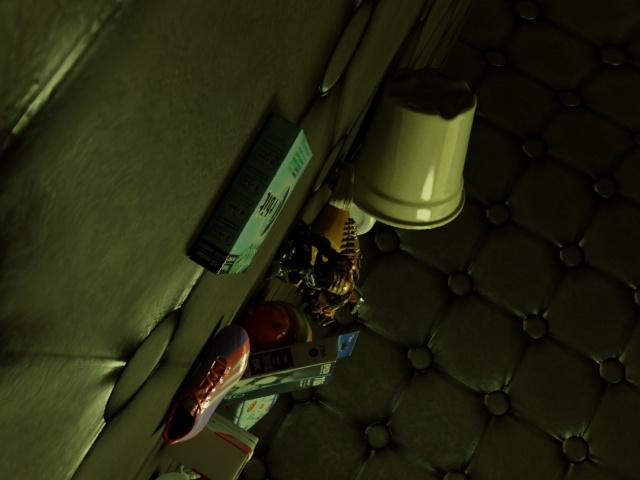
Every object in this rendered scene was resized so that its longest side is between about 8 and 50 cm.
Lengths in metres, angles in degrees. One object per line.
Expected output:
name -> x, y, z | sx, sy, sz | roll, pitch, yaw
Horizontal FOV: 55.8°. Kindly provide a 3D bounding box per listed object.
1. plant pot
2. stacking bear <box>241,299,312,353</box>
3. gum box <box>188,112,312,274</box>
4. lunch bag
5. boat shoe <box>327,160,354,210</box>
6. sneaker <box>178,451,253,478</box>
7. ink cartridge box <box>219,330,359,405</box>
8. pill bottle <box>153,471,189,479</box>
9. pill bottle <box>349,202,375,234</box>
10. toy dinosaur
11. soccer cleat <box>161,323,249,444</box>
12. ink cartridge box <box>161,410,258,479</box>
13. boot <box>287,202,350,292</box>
plant pot -> 0.242, -0.252, 1.526 | 0.305, 0.334, 0.334 | 99, 18, -44
stacking bear -> -0.111, 0.217, 1.433 | 0.164, 0.175, 0.289 | -52, 166, -9
gum box -> -0.076, -0.048, 0.729 | 0.184, 0.041, 0.157 | -61, 176, 0
lunch bag -> -0.186, 0.413, 1.711 | 0.243, 0.115, 0.303 | -29, 150, -48
boat shoe -> 0.045, -0.138, 1.438 | 0.170, 0.059, 0.063 | -89, -167, -51
sneaker -> -0.328, 0.670, 1.911 | 0.115, 0.232, 0.090 | -133, -147, -80
ink cartridge box -> -0.073, 0.289, 1.353 | 0.165, 0.333, 0.065 | 97, -21, -60
pill bottle -> -0.369, 0.638, 1.466 | 0.121, 0.121, 0.221 | -57, 174, -37
pill bottle -> 0.139, -0.137, 1.966 | 0.146, 0.146, 0.264 | -63, 175, 35
toy dinosaur -> 0.015, 0.062, 1.369 | 0.322, 0.218, 0.164 | -63, 174, 24
soccer cleat -> -0.210, 0.268, 1.114 | 0.248, 0.083, 0.095 | -58, 172, 11
ink cartridge box -> -0.248, 0.472, 1.400 | 0.100, 0.172, 0.237 | -59, 176, -10
boot -> -0.001, 0.001, 1.631 | 0.211, 0.104, 0.295 | 48, 56, -69
